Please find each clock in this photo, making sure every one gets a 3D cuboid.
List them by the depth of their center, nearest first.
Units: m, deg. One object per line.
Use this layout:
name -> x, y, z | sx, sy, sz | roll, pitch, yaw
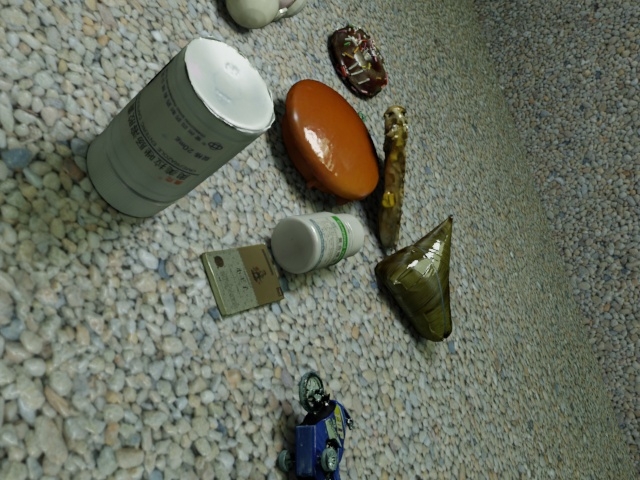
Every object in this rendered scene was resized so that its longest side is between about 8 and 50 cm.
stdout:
clock -> -0.186, -0.763, 1.754 | 0.326, 0.184, 0.342 | 60, 38, -14

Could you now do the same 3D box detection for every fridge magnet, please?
fridge magnet -> 0.027, -0.271, 1.725 | 0.363, 0.155, 0.363 | 32, 44, -38

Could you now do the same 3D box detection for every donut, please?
donut -> 0.137, -0.616, 2.161 | 0.270, 0.103, 0.269 | 34, 41, -37

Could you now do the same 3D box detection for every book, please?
book -> -0.162, 0.079, 1.355 | 0.199, 0.016, 0.138 | -10, 76, -56

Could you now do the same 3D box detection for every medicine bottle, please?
medicine bottle -> -0.258, -0.188, 1.126 | 0.190, 0.332, 0.190 | 29, 46, -35
medicine bottle -> 0.000, 0.000, 1.524 | 0.237, 0.139, 0.139 | -9, 76, -57

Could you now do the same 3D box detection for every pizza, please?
pizza -> 0.220, -0.225, 1.915 | 0.392, 0.080, 0.435 | -74, 167, -64

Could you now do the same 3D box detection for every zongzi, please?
zongzi -> 0.344, 0.105, 1.831 | 0.300, 0.138, 0.286 | -42, 108, -19

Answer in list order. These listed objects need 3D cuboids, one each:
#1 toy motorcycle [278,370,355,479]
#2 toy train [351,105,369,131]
toy motorcycle -> 0.007, 0.427, 1.274 | 0.169, 0.113, 0.315 | 27, 56, -55
toy train -> 0.086, -0.349, 1.940 | 0.176, 0.074, 0.118 | 12, 63, -53
